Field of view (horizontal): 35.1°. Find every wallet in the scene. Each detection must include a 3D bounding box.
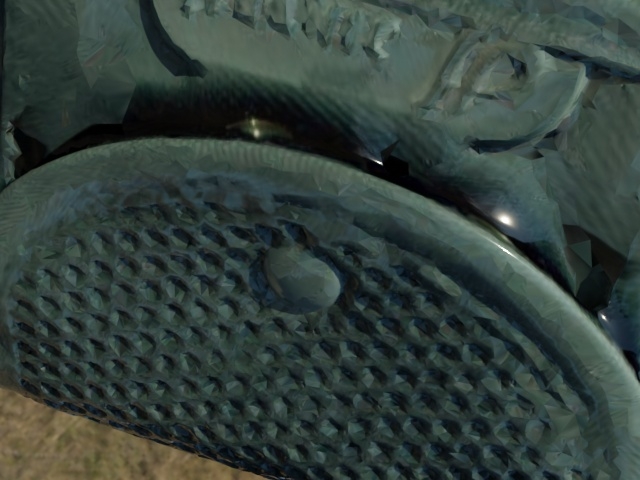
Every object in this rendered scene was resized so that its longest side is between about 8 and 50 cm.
[{"bbox_3d":[0.000,0.000,0.364,0.075,0.342,0.237,-59,163,-59],"label":"wallet"}]
